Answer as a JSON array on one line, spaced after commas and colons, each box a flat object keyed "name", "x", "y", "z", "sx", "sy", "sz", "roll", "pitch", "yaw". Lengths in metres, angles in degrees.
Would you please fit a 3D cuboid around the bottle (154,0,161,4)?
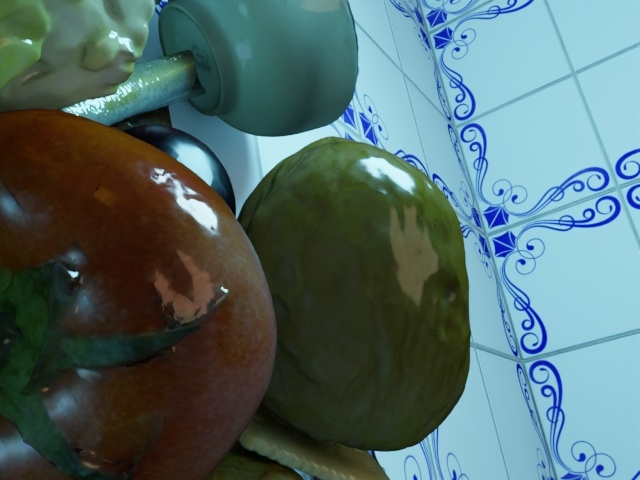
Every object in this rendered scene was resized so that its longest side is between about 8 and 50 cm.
[{"name": "bottle", "x": -0.339, "y": -0.426, "z": 0.896, "sx": 0.269, "sy": 0.083, "sz": 0.083, "roll": 43, "pitch": 36, "yaw": -35}]

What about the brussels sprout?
[{"name": "brussels sprout", "x": -0.323, "y": -0.206, "z": 0.521, "sx": 0.343, "sy": 0.268, "sz": 0.344, "roll": 21, "pitch": 19, "yaw": -8}]

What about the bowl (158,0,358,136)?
[{"name": "bowl", "x": -0.126, "y": -0.307, "z": 0.993, "sx": 0.185, "sy": 0.353, "sz": 0.354, "roll": -32, "pitch": 101, "yaw": -28}]

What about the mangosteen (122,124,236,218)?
[{"name": "mangosteen", "x": -0.190, "y": -0.034, "z": 0.787, "sx": 0.230, "sy": 0.194, "sz": 0.194, "roll": 65, "pitch": 10, "yaw": -76}]

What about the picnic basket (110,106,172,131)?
[{"name": "picnic basket", "x": -0.273, "y": -0.172, "z": 0.856, "sx": 0.193, "sy": 0.054, "sz": 0.110, "roll": 12, "pitch": 60, "yaw": -57}]

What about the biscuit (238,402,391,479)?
[{"name": "biscuit", "x": -0.018, "y": 0.267, "z": 0.857, "sx": 0.249, "sy": 0.030, "sz": 0.160, "roll": 30, "pitch": 1, "yaw": -23}]

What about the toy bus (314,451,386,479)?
[{"name": "toy bus", "x": 0.059, "y": 0.409, "z": 0.998, "sx": 0.112, "sy": 0.090, "sz": 0.274, "roll": 10, "pitch": 60, "yaw": -49}]

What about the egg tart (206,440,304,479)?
[{"name": "egg tart", "x": -0.083, "y": 0.361, "z": 0.748, "sx": 0.288, "sy": 0.118, "sz": 0.288, "roll": 36, "pitch": 44, "yaw": -45}]

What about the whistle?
[{"name": "whistle", "x": -0.239, "y": -0.185, "z": 0.804, "sx": 0.068, "sy": 0.057, "sz": 0.326, "roll": 62, "pitch": 27, "yaw": -11}]

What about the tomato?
[{"name": "tomato", "x": -0.194, "y": 0.062, "z": 0.536, "sx": 0.273, "sy": 0.341, "sz": 0.342, "roll": -2, "pitch": 72, "yaw": -77}]

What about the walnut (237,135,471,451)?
[{"name": "walnut", "x": 0.038, "y": 0.066, "z": 0.820, "sx": 0.307, "sy": 0.354, "sz": 0.398, "roll": -7, "pitch": 95, "yaw": -19}]
